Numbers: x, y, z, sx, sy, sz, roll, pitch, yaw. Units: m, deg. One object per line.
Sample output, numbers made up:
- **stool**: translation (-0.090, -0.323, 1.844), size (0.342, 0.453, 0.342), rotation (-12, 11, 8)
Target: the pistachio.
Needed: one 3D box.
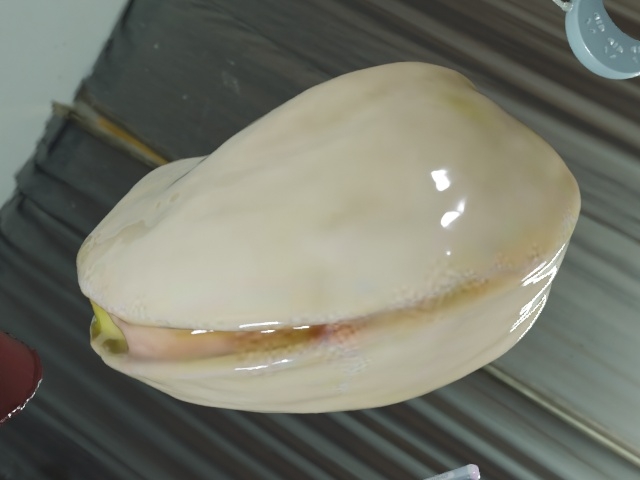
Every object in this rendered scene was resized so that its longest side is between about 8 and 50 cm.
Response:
- **pistachio**: translation (0.000, 0.000, 0.784), size (0.365, 0.446, 0.281), rotation (-55, 133, -60)

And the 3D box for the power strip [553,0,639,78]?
- **power strip**: translation (0.483, -0.357, 1.517), size (0.137, 0.216, 0.044), rotation (-54, -170, -10)

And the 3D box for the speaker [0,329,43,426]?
- **speaker**: translation (-0.549, 0.092, 1.173), size (0.198, 0.259, 0.329), rotation (-74, 156, -48)

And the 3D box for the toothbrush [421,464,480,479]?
- **toothbrush**: translation (0.075, 0.393, 1.344), size (0.025, 0.342, 0.030), rotation (-92, 158, -51)
